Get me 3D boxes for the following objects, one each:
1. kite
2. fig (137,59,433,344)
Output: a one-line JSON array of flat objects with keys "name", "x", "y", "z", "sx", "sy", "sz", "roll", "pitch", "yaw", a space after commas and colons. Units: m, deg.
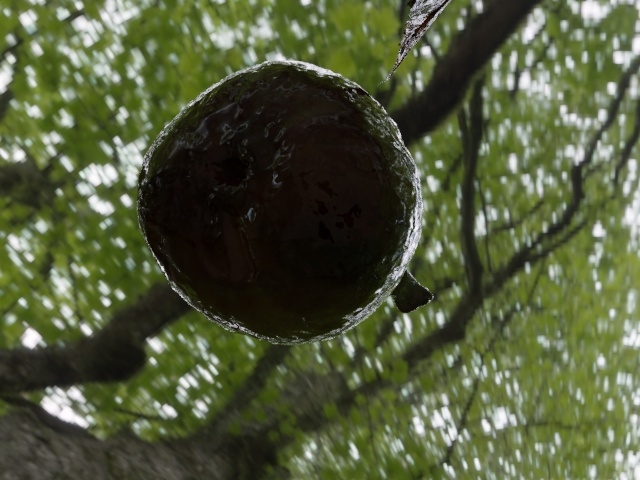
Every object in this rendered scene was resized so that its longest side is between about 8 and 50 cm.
[{"name": "kite", "x": 0.094, "y": -0.181, "z": 0.899, "sx": 0.008, "sy": 0.222, "sz": 0.125, "roll": 43, "pitch": -107, "yaw": 9}, {"name": "fig", "x": -0.008, "y": 0.009, "z": 0.803, "sx": 0.160, "sy": 0.230, "sz": 0.143, "roll": 9, "pitch": -128, "yaw": 26}]
